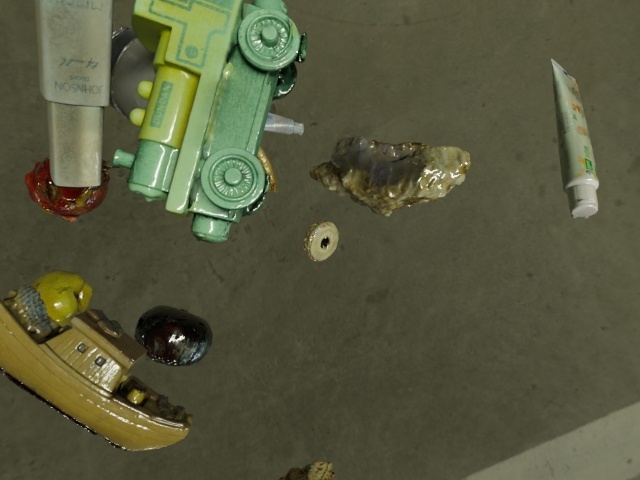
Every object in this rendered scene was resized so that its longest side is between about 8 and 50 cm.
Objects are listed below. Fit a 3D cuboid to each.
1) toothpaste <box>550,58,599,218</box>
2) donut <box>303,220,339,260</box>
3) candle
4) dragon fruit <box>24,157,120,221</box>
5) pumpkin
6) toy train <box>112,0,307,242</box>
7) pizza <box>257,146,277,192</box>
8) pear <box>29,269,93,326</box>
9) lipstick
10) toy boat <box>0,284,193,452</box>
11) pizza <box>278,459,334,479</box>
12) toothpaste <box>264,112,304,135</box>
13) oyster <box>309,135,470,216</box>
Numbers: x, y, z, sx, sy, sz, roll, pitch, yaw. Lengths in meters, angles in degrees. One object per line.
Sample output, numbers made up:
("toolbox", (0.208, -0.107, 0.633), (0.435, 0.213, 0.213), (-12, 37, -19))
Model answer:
("toothpaste", (0.440, -0.186, 0.755), (0.056, 0.058, 0.314), (1, 63, 15))
("donut", (0.000, 0.000, 1.726), (0.175, 0.068, 0.174), (-22, 124, -37))
("candle", (-0.257, -0.268, 0.826), (0.330, 0.187, 0.187), (34, 102, 20))
("dragon fruit", (-0.453, -0.111, 0.810), (0.246, 0.125, 0.125), (-16, 89, 39))
("pumpkin", (-0.446, 0.287, 1.324), (0.233, 0.233, 0.163), (23, 81, -9))
("toy train", (-0.164, -0.187, 0.612), (0.237, 0.150, 0.368), (15, 86, -13))
("pizza", (-0.219, -0.245, 1.328), (0.056, 0.134, 0.271), (-10, 117, 37))
("pear", (-0.855, 0.191, 1.409), (0.200, 0.200, 0.199), (-1, 105, -4))
("lipstick", (-0.304, -0.188, 0.541), (0.079, 0.077, 0.252), (-6, 131, -33))
("toy boat", (-0.315, 0.174, 0.607), (0.321, 0.089, 0.121), (38, 85, -5))
("pizza", (-0.053, 0.423, 0.688), (0.071, 0.297, 0.189), (35, 97, 13))
("toothpaste", (-0.174, -0.434, 1.601), (0.234, 0.057, 0.089), (6, 74, -31))
("oyster", (0.119, -0.141, 0.896), (0.341, 0.110, 0.166), (18, 92, 26))
